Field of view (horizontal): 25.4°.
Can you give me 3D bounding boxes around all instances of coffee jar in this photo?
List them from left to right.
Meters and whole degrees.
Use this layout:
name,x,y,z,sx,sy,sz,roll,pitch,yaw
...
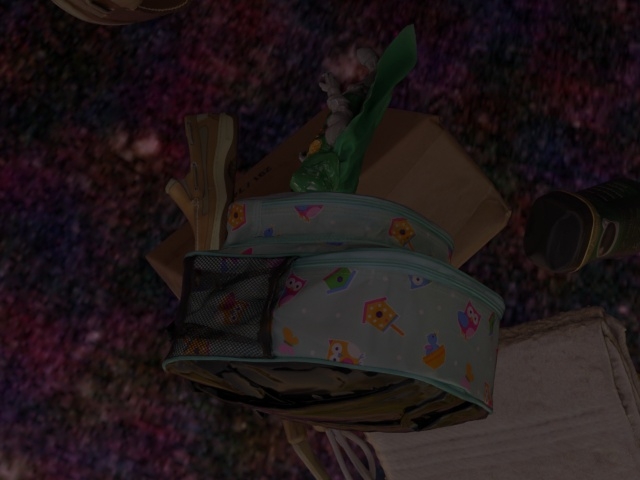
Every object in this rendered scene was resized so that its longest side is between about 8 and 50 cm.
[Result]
name,x,y,z,sx,sy,sz,roll,pitch,yaw
coffee jar,0.323,-0.018,1.705,0.079,0.184,0.096,29,117,36

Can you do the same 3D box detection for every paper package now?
name,x,y,z,sx,sy,sz,roll,pitch,yaw
paper package,0.000,0.000,1.646,0.325,0.309,0.168,-41,111,-10

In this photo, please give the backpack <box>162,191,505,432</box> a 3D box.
name,x,y,z,sx,sy,sz,roll,pitch,yaw
backpack,0.021,0.050,0.892,0.188,0.144,0.166,7,164,38

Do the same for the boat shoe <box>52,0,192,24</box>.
name,x,y,z,sx,sy,sz,roll,pitch,yaw
boat shoe,-0.200,-0.267,1.354,0.116,0.324,0.123,16,97,25

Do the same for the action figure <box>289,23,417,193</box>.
name,x,y,z,sx,sy,sz,roll,pitch,yaw
action figure,0.019,-0.087,1.151,0.063,0.232,0.137,20,118,4

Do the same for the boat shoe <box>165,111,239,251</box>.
name,x,y,z,sx,sy,sz,roll,pitch,yaw
boat shoe,-0.125,-0.047,1.466,0.072,0.190,0.068,4,150,-3

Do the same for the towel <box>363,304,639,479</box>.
name,x,y,z,sx,sy,sz,roll,pitch,yaw
towel,0.173,0.172,1.343,0.282,0.049,0.187,-15,106,26

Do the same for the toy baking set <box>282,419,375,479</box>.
name,x,y,z,sx,sy,sz,roll,pitch,yaw
toy baking set,-0.002,0.132,1.226,0.030,0.256,0.197,-24,150,14

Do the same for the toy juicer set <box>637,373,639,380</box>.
name,x,y,z,sx,sy,sz,roll,pitch,yaw
toy juicer set,0.356,0.269,1.572,0.209,0.089,0.329,53,164,12
